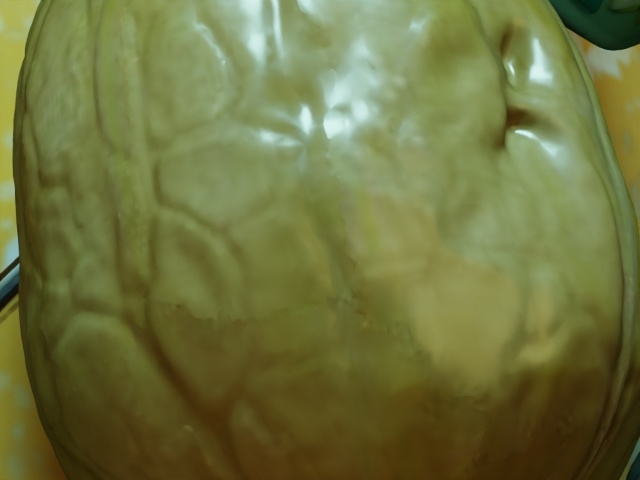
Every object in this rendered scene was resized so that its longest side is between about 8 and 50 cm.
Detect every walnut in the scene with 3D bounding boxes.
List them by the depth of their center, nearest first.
[{"bbox_3d":[0.000,0.000,0.501,0.193,0.193,0.225,-7,75,-41],"label":"walnut"}]

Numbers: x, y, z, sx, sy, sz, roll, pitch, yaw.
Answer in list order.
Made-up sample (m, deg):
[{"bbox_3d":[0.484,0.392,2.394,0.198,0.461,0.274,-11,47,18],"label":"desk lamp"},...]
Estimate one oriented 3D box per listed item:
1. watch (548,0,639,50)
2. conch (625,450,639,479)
[{"bbox_3d":[0.048,-0.159,0.589,0.195,0.068,0.237,52,17,26],"label":"watch"},{"bbox_3d":[0.213,0.076,0.569,0.303,0.215,0.319,39,60,-72],"label":"conch"}]
